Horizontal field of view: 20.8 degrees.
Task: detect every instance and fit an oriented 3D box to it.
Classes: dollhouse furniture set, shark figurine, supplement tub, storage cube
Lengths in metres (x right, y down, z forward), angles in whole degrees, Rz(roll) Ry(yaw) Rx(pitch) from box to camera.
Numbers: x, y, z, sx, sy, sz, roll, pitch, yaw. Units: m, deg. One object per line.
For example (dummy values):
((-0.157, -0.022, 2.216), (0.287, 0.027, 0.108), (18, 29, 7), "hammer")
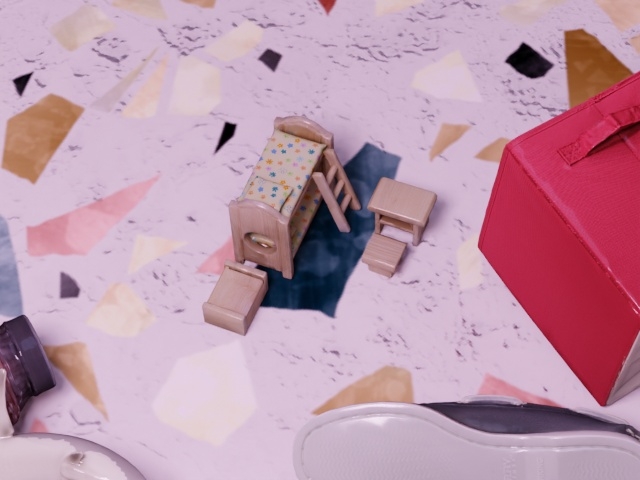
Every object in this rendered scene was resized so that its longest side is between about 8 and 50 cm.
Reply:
((0.000, 0.000, 1.573), (0.161, 0.101, 0.182), (17, 58, 13), "dollhouse furniture set")
((-0.195, 0.203, 1.451), (0.278, 0.116, 0.166), (12, 90, 19), "shark figurine")
((-0.330, 0.133, 1.493), (0.198, 0.106, 0.106), (-25, 58, -14), "supplement tub")
((0.273, -0.005, 1.508), (0.183, 0.215, 0.193), (-29, 66, -17), "storage cube")

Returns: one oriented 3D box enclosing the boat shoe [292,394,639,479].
((0.130, 0.186, 1.454), (0.302, 0.091, 0.114), (8, 100, 6), "boat shoe")
